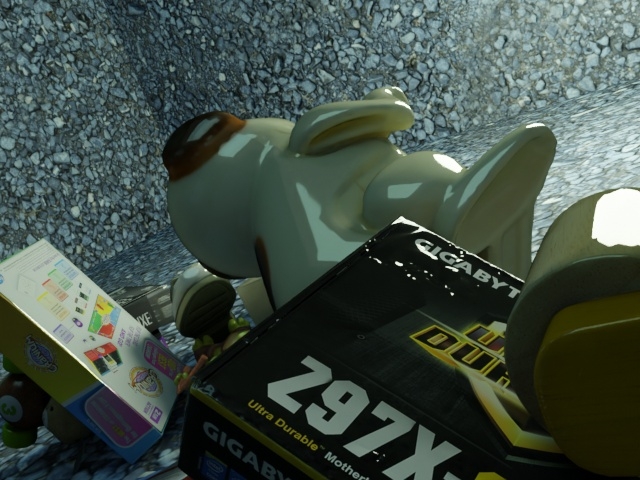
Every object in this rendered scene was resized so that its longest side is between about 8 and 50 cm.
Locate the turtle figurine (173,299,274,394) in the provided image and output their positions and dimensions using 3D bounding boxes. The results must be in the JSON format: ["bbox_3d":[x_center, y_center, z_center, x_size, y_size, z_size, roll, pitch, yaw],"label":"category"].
[{"bbox_3d":[-0.118,0.159,1.206,0.269,0.087,0.217,-42,7,-18],"label":"turtle figurine"}]

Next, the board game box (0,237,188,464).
[{"bbox_3d":[-0.342,0.147,1.109,0.064,0.316,0.242,-45,8,8],"label":"board game box"}]

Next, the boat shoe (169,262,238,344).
[{"bbox_3d":[-0.208,0.098,1.290,0.113,0.103,0.302,-31,-17,-15],"label":"boat shoe"}]

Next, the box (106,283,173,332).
[{"bbox_3d":[-0.454,0.176,1.557,0.242,0.076,0.307,-29,11,-30],"label":"box"}]

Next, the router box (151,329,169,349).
[{"bbox_3d":[-0.377,0.219,1.524,0.133,0.046,0.179,-25,11,-14],"label":"router box"}]

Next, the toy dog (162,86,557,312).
[{"bbox_3d":[0.000,0.000,0.860,0.408,0.284,0.395,31,67,38],"label":"toy dog"}]

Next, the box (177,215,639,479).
[{"bbox_3d":[0.117,0.128,0.468,0.322,0.079,0.257,30,38,21],"label":"box"}]

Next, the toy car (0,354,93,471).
[{"bbox_3d":[-0.385,0.254,1.129,0.149,0.155,0.188,-4,19,-34],"label":"toy car"}]

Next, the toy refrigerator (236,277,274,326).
[{"bbox_3d":[-0.049,0.069,1.509,0.102,0.094,0.269,-24,8,26],"label":"toy refrigerator"}]

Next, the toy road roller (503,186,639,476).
[{"bbox_3d":[0.284,0.080,0.395,0.330,0.240,0.202,-12,14,28],"label":"toy road roller"}]

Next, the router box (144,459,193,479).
[{"bbox_3d":[-0.177,0.258,0.567,0.301,0.082,0.335,-26,-8,-29],"label":"router box"}]

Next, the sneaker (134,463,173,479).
[{"bbox_3d":[-0.160,0.272,0.843,0.144,0.053,0.059,-14,11,29],"label":"sneaker"}]
